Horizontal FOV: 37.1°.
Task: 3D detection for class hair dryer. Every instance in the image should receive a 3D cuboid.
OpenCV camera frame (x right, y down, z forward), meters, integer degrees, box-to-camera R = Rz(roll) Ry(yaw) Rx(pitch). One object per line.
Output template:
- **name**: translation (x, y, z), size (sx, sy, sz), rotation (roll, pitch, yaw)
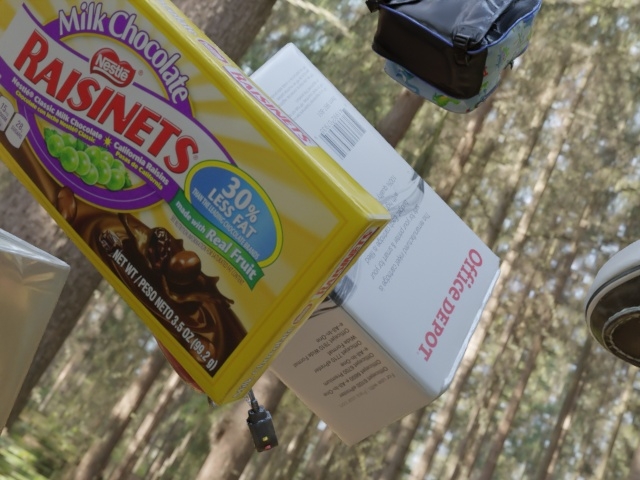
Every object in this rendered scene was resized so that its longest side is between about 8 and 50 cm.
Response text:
- **hair dryer**: translation (-0.176, 0.150, 1.267), size (0.223, 0.080, 0.294), rotation (24, -37, 51)

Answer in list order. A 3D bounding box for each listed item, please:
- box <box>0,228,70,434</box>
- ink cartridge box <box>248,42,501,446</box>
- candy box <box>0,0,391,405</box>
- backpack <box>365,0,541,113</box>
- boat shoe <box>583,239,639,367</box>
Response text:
- **box**: translation (-0.325, 0.127, 0.698), size (0.148, 0.311, 0.121), rotation (24, 0, 34)
- **ink cartridge box**: translation (0.000, 0.000, 0.895), size (0.307, 0.223, 0.129), rotation (45, -50, -7)
- **candy box**: translation (-0.075, -0.040, 0.406), size (0.206, 0.105, 0.027), rotation (45, 17, 17)
- **backpack**: translation (0.106, -0.160, 0.731), size (0.105, 0.114, 0.084), rotation (34, -35, 24)
- **boat shoe**: translation (0.188, 0.039, 0.371), size (0.219, 0.070, 0.078), rotation (-7, -55, 54)
